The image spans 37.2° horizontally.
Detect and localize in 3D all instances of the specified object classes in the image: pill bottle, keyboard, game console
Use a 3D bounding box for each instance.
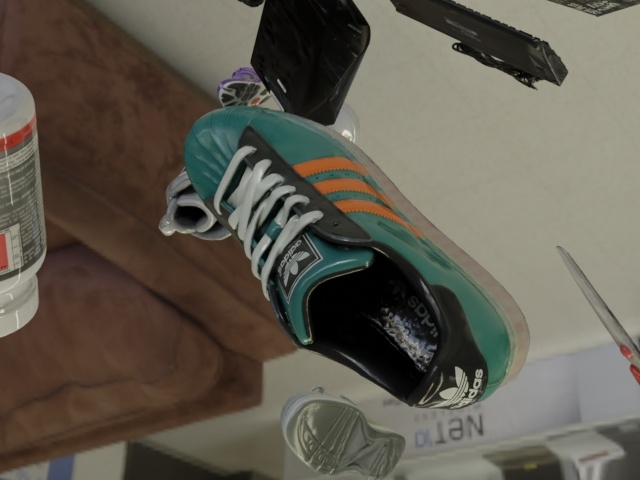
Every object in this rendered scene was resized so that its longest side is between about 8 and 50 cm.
[{"bbox_3d":[-0.507,-0.045,1.373,0.210,0.210,0.363,3,123,-4],"label":"pill bottle"},{"bbox_3d":[0.227,-0.305,1.401,0.317,0.033,0.201,35,180,32],"label":"keyboard"},{"bbox_3d":[-0.073,-0.300,1.046,0.044,0.361,0.213,-28,167,-22],"label":"game console"}]

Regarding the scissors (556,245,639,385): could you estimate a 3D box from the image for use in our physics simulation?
[{"bbox_3d":[0.327,0.129,0.998,0.297,0.021,0.109,48,167,4],"label":"scissors"}]

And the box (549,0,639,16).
[{"bbox_3d":[0.350,-0.370,1.265,0.180,0.077,0.147,11,176,-21],"label":"box"}]

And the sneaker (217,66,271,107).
[{"bbox_3d":[-0.144,-0.278,1.718,0.071,0.170,0.068,41,114,10],"label":"sneaker"}]

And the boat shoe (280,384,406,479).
[{"bbox_3d":[0.024,0.304,1.520,0.103,0.118,0.320,29,179,38],"label":"boat shoe"}]

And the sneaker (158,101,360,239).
[{"bbox_3d":[-0.108,-0.109,1.592,0.366,0.210,0.137,-22,109,23],"label":"sneaker"}]

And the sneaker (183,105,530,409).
[{"bbox_3d":[0.000,0.000,0.644,0.121,0.302,0.108,-7,130,-58],"label":"sneaker"}]
